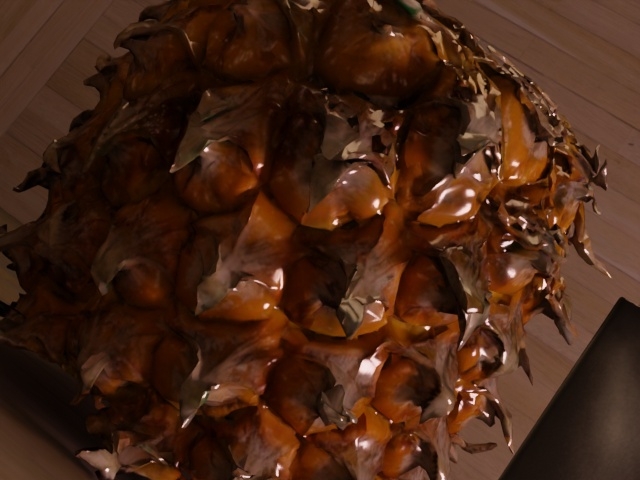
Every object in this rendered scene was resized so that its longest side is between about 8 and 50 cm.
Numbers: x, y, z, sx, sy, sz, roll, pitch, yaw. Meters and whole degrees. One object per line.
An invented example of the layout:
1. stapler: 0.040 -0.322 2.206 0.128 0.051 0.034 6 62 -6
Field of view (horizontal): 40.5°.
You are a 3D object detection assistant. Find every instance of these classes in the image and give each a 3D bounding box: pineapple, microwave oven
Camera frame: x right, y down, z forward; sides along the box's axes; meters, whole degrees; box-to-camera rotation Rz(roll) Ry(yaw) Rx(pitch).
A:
1. pineapple: -0.002 -0.002 0.532 0.352 0.300 0.352 35 12 -8
2. microwave oven: 0.320 0.301 0.929 0.236 0.374 0.432 32 -15 21
